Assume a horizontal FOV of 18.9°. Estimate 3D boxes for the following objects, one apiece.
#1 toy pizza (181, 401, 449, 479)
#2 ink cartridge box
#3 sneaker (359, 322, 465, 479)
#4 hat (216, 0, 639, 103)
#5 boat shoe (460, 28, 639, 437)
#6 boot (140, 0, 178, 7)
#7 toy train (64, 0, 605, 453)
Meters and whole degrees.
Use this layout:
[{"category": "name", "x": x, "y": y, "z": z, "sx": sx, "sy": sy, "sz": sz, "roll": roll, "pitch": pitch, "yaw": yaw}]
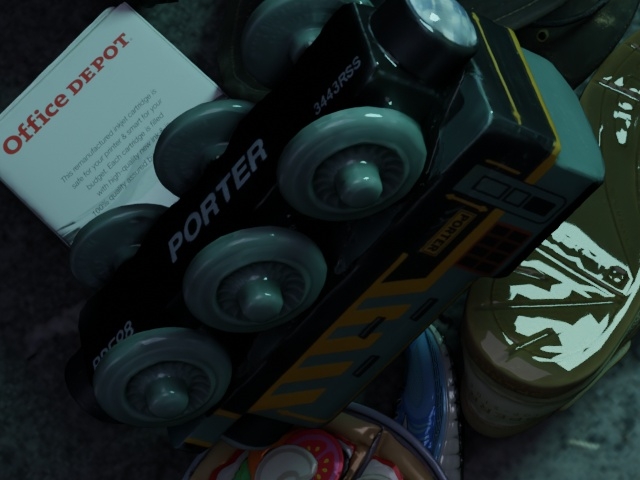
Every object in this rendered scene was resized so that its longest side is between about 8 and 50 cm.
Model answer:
[{"category": "toy pizza", "x": -0.008, "y": 0.195, "z": 1.166, "sx": 0.201, "sy": 0.032, "sz": 0.201, "roll": -3, "pitch": 82, "yaw": 20}, {"category": "ink cartridge box", "x": -0.104, "y": -0.035, "z": 1.233, "sx": 0.191, "sy": 0.082, "sz": 0.139, "roll": 43, "pitch": 83, "yaw": 13}, {"category": "sneaker", "x": 0.053, "y": 0.125, "z": 1.194, "sx": 0.073, "sy": 0.063, "sz": 0.162, "roll": -1, "pitch": 76, "yaw": 7}, {"category": "hat", "x": 0.100, "y": -0.152, "z": 1.213, "sx": 0.331, "sy": 0.134, "sz": 0.331, "roll": -25, "pitch": 33, "yaw": 17}, {"category": "boat shoe", "x": 0.188, "y": -0.021, "z": 1.198, "sx": 0.121, "sy": 0.110, "sz": 0.341, "roll": 37, "pitch": 62, "yaw": 13}, {"category": "boot", "x": -0.244, "y": -0.276, "z": 1.273, "sx": 0.260, "sy": 0.131, "sz": 0.348, "roll": -17, "pitch": 65, "yaw": -8}, {"category": "toy train", "x": 0.000, "y": 0.000, "z": 1.059, "sx": 0.334, "sy": 0.190, "sz": 0.142, "roll": -48, "pitch": 40, "yaw": 30}]
